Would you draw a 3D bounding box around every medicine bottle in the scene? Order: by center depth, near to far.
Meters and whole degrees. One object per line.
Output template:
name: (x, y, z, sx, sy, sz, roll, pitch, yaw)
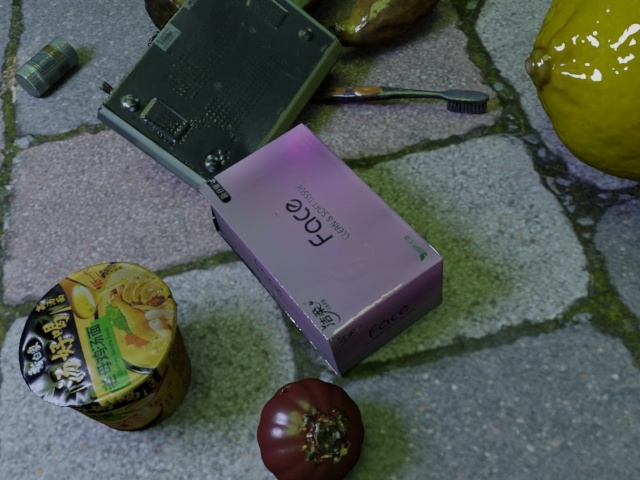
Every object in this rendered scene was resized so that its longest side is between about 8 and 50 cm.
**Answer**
medicine bottle: (-0.390, -0.247, 1.023, 0.047, 0.047, 0.083, 26, 64, 24)

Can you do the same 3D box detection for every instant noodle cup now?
instant noodle cup: (-0.199, 0.112, 0.707, 0.151, 0.122, 0.152, -3, 58, 5)

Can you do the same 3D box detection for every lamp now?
lamp: (-0.009, 0.177, 0.653, 0.101, 0.090, 0.101, 6, 74, -20)

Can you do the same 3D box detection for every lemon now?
lemon: (0.365, -0.190, 0.732, 0.321, 0.268, 0.268, 8, 56, -6)

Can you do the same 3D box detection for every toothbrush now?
toothbrush: (0.052, -0.187, 0.920, 0.320, 0.031, 0.023, 7, 57, 13)

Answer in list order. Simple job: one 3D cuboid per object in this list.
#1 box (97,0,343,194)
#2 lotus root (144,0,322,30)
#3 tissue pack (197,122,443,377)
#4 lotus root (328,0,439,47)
box: (-0.118, -0.201, 0.870, 0.210, 0.045, 0.270, 38, 72, -11)
lotus root: (-0.124, -0.357, 1.001, 0.267, 0.149, 0.260, 24, 67, -3)
tissue pack: (0.000, 0.000, 0.767, 0.148, 0.092, 0.246, -34, 57, -15)
lotus root: (0.090, -0.318, 0.972, 0.191, 0.094, 0.108, -49, 22, -10)
